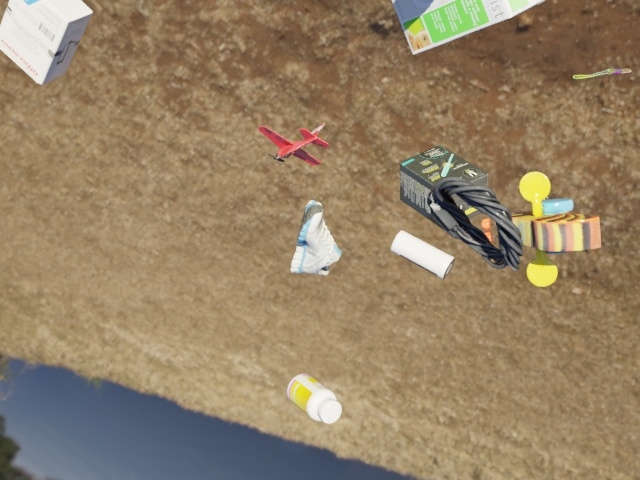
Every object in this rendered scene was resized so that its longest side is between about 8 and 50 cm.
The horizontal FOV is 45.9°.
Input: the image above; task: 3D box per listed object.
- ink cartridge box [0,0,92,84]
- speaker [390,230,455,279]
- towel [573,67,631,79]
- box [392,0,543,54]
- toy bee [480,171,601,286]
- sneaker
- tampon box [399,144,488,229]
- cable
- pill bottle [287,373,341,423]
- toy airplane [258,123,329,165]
[{"bbox_3d":[-0.616,-0.473,1.680,0.148,0.086,0.203,44,131,-2],"label":"ink cartridge box"},{"bbox_3d":[0.225,0.030,1.670,0.136,0.055,0.055,29,149,19],"label":"speaker"},{"bbox_3d":[0.432,-0.255,1.161,0.060,0.083,0.009,-1,99,47],"label":"towel"},{"bbox_3d":[0.231,-0.492,1.316,0.231,0.126,0.262,-6,113,52],"label":"box"},{"bbox_3d":[0.386,-0.011,1.388,0.162,0.195,0.298,-8,167,-1],"label":"toy bee"},{"bbox_3d":[0.000,0.000,1.325,0.082,0.071,0.191,16,147,3],"label":"sneaker"},{"bbox_3d":[0.267,-0.117,1.657,0.161,0.120,0.101,42,147,44],"label":"tampon box"},{"bbox_3d":[0.244,-0.027,1.137,0.184,0.047,0.150,46,160,-2],"label":"cable"},{"bbox_3d":[-0.007,0.209,0.991,0.043,0.043,0.083,51,165,-30],"label":"pill bottle"},{"bbox_3d":[-0.042,-0.182,1.447,0.151,0.028,0.151,6,150,4],"label":"toy airplane"}]
